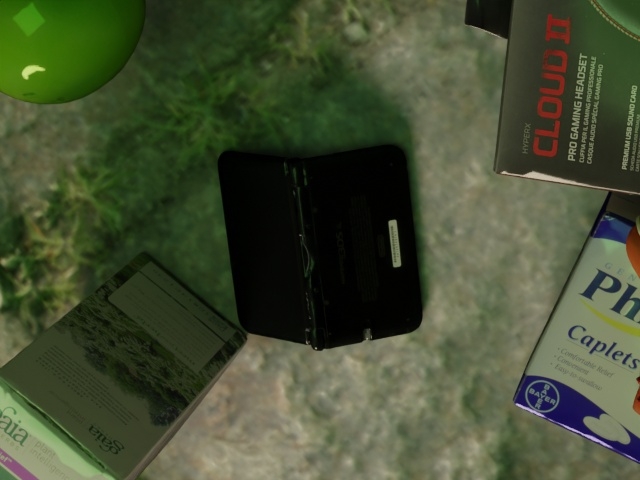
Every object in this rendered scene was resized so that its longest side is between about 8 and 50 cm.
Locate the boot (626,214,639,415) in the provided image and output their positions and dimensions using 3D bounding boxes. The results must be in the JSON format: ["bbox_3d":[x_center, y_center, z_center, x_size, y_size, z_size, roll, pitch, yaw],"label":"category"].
[{"bbox_3d":[0.198,0.060,1.094,0.085,0.059,0.158,-27,100,27],"label":"boot"}]

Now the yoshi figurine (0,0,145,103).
[{"bbox_3d":[-0.133,-0.227,1.113,0.204,0.203,0.362,21,115,3],"label":"yoshi figurine"}]

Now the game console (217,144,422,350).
[{"bbox_3d":[0.000,0.000,1.239,0.107,0.071,0.122,-10,107,-11],"label":"game console"}]

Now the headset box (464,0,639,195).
[{"bbox_3d":[0.225,-0.133,1.072,0.293,0.110,0.218,10,110,14],"label":"headset box"}]

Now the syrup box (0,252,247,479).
[{"bbox_3d":[-0.137,0.101,1.191,0.093,0.237,0.096,39,114,1],"label":"syrup box"}]

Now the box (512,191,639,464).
[{"bbox_3d":[0.199,0.055,1.162,0.126,0.072,0.137,25,112,8],"label":"box"}]
